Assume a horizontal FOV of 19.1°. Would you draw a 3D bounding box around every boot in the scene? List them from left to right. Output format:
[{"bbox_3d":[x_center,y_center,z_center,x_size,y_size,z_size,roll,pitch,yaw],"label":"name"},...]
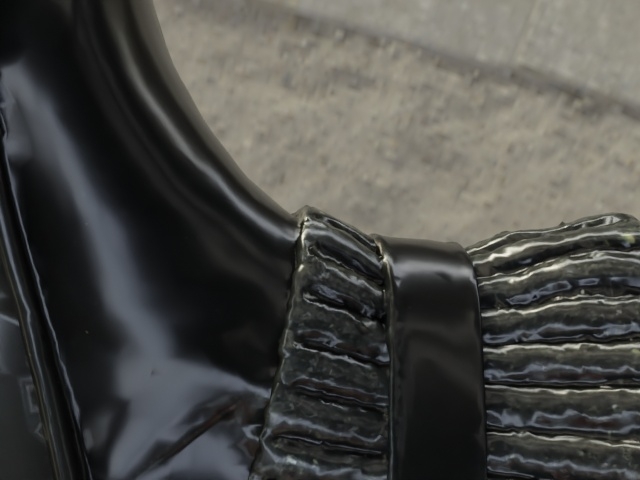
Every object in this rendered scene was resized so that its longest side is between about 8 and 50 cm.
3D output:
[{"bbox_3d":[0.000,0.001,0.724,0.260,0.131,0.348,-9,92,4],"label":"boot"}]
